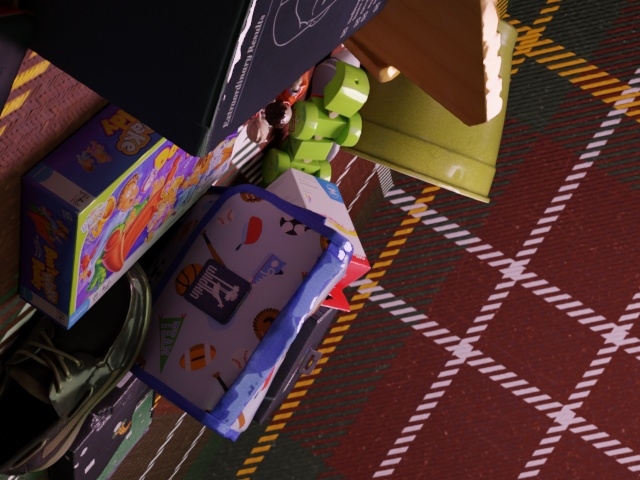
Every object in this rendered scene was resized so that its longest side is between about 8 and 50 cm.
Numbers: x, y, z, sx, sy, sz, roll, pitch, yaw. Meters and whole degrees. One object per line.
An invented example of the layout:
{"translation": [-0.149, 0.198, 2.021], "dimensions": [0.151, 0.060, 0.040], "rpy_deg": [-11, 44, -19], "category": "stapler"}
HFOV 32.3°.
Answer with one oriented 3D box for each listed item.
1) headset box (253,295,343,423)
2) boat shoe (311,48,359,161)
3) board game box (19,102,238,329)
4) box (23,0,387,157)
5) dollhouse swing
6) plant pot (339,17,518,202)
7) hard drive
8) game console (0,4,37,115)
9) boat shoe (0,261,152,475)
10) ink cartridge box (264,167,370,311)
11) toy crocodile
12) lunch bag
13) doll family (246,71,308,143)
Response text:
{"translation": [-0.129, 0.146, 1.954], "dimensions": [0.246, 0.283, 0.131], "rpy_deg": [-62, 169, 26], "category": "headset box"}
{"translation": [0.025, -0.242, 2.033], "dimensions": [0.084, 0.095, 0.258], "rpy_deg": [-45, 166, -35], "category": "boat shoe"}
{"translation": [-0.222, -0.083, 1.350], "dimensions": [0.347, 0.078, 0.233], "rpy_deg": [-50, 168, -37], "category": "board game box"}
{"translation": [-0.056, -0.315, 1.024], "dimensions": [0.395, 0.212, 0.293], "rpy_deg": [-47, 167, -49], "category": "box"}
{"translation": [0.166, -0.376, 1.394], "dimensions": [0.315, 0.305, 0.347], "rpy_deg": [-50, 150, -23], "category": "dollhouse swing"}
{"translation": [0.235, -0.303, 2.258], "dimensions": [0.366, 0.366, 0.353], "rpy_deg": [-8, 119, -78], "category": "plant pot"}
{"translation": [-0.382, 0.333, 1.953], "dimensions": [0.237, 0.064, 0.339], "rpy_deg": [-51, 168, -31], "category": "hard drive"}
{"translation": [-0.380, -0.003, 0.871], "dimensions": [0.386, 0.060, 0.342], "rpy_deg": [-60, 170, 22], "category": "game console"}
{"translation": [-0.339, 0.174, 1.447], "dimensions": [0.355, 0.132, 0.130], "rpy_deg": [-61, 170, 15], "category": "boat shoe"}
{"translation": [0.000, 0.000, 1.901], "dimensions": [0.078, 0.231, 0.134], "rpy_deg": [-37, 149, 26], "category": "ink cartridge box"}
{"translation": [-0.022, -0.176, 1.952], "dimensions": [0.340, 0.115, 0.105], "rpy_deg": [-54, -141, 45], "category": "toy crocodile"}
{"translation": [-0.133, 0.096, 1.612], "dimensions": [0.328, 0.239, 0.385], "rpy_deg": [-56, -157, -8], "category": "lunch bag"}
{"translation": [-0.093, -0.216, 1.553], "dimensions": [0.163, 0.118, 0.263], "rpy_deg": [-62, -171, -8], "category": "doll family"}
